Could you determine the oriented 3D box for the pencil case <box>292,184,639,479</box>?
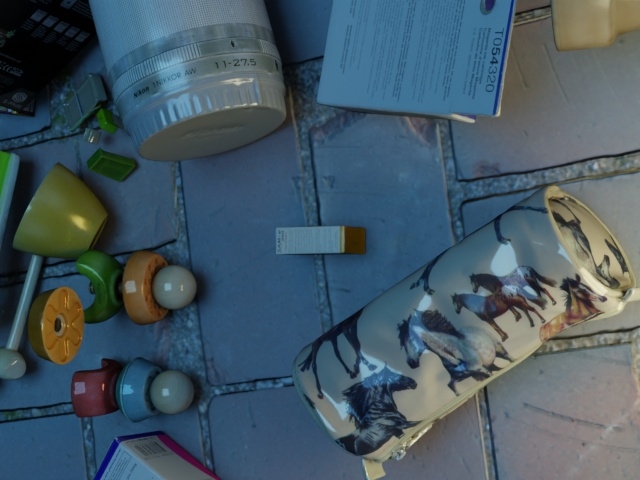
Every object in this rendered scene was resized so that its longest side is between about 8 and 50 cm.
[{"bbox_3d":[0.170,0.104,1.645,0.410,0.160,0.183,-36,82,22],"label":"pencil case"}]

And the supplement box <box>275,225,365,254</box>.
[{"bbox_3d":[0.000,0.000,1.793,0.098,0.062,0.036,-1,88,27],"label":"supplement box"}]

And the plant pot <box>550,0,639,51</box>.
[{"bbox_3d":[0.384,-0.372,1.497,0.280,0.323,0.323,-3,86,12],"label":"plant pot"}]

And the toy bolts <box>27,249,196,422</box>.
[{"bbox_3d":[-0.256,0.140,1.859,0.159,0.218,0.228,1,106,22],"label":"toy bolts"}]

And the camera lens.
[{"bbox_3d":[-0.173,-0.263,1.808,0.219,0.219,0.274,-21,78,26],"label":"camera lens"}]

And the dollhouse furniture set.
[{"bbox_3d":[-0.308,-0.159,1.986,0.076,0.059,0.151,-43,50,27],"label":"dollhouse furniture set"}]

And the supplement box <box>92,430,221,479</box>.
[{"bbox_3d":[-0.186,0.359,1.847,0.220,0.111,0.114,33,103,25],"label":"supplement box"}]

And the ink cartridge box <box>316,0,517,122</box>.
[{"bbox_3d":[0.140,-0.306,1.668,0.330,0.071,0.324,13,93,50],"label":"ink cartridge box"}]

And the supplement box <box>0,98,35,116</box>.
[{"bbox_3d":[-0.459,-0.211,2.057,0.083,0.043,0.055,9,92,27],"label":"supplement box"}]

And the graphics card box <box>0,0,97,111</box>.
[{"bbox_3d":[-0.363,-0.346,1.883,0.371,0.233,0.094,-44,70,12],"label":"graphics card box"}]

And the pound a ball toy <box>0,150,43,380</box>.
[{"bbox_3d":[-0.507,0.027,2.025,0.136,0.208,0.319,-4,73,55],"label":"pound a ball toy"}]

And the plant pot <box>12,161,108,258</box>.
[{"bbox_3d":[-0.352,-0.027,1.956,0.095,0.134,0.134,27,102,-3],"label":"plant pot"}]
